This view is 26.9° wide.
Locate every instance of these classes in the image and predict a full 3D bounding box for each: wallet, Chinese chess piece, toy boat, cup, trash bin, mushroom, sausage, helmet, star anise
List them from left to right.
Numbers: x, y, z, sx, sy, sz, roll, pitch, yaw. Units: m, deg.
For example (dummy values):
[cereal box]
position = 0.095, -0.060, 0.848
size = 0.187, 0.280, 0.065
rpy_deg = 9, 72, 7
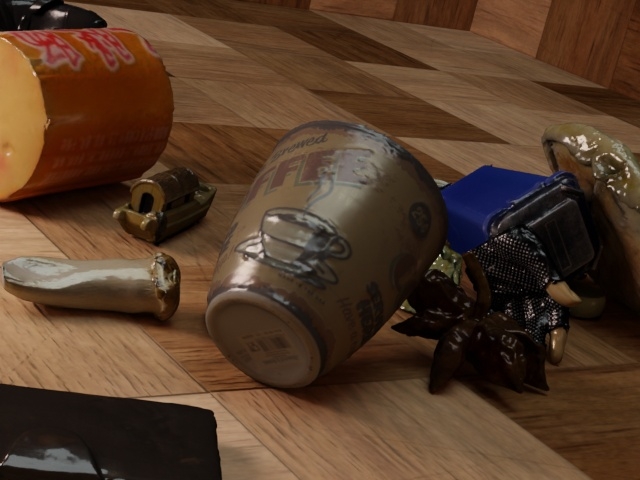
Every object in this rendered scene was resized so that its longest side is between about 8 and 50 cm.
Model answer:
[helmet]
position = -0.504, -0.320, 2.308
size = 0.279, 0.160, 0.231
rpy_deg = -20, 37, -41
[wallet]
position = -0.239, 0.173, 1.184
size = 0.310, 0.042, 0.165
rpy_deg = 10, 16, -12
[sausage]
position = -0.372, -0.184, 1.872
size = 0.233, 0.233, 0.287
rpy_deg = 23, 18, 26
[mushroom]
position = -0.257, 0.050, 1.512
size = 0.209, 0.071, 0.084
rpy_deg = 3, 49, -23
[toy boat]
position = -0.204, -0.054, 1.833
size = 0.068, 0.088, 0.226
rpy_deg = 19, 19, 17
[cup]
position = -0.038, 0.035, 1.500
size = 0.301, 0.227, 0.257
rpy_deg = -22, 22, 46
[star anise]
position = 0.184, 0.113, 1.591
size = 0.212, 0.111, 0.196
rpy_deg = 34, 34, -19
[trash bin]
position = 0.267, -0.014, 1.929
size = 0.184, 0.162, 0.234
rpy_deg = -30, 25, -15
[Chinese chess piece]
position = 0.368, 0.085, 1.926
size = 0.084, 0.034, 0.084
rpy_deg = 11, 16, -3

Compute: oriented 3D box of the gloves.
[gloves]
position = 0.269, 0.076, 1.734
size = 0.129, 0.180, 0.106
rpy_deg = -27, -9, 14

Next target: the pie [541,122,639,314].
[pie]
position = 0.422, -0.019, 1.932
size = 0.075, 0.337, 0.337
rpy_deg = -34, 35, -12

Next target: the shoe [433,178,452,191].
[shoe]
position = 0.119, -0.043, 2.046
size = 0.228, 0.099, 0.112
rpy_deg = 12, 24, 8

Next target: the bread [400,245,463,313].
[bread]
position = 0.135, 0.043, 1.791
size = 0.156, 0.103, 0.110
rpy_deg = 29, 11, 27
